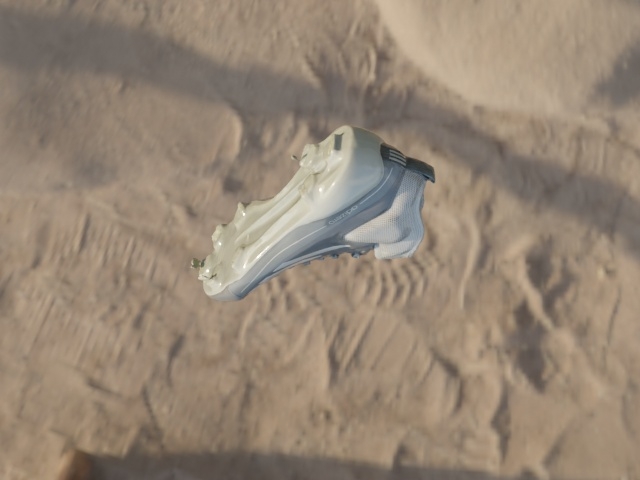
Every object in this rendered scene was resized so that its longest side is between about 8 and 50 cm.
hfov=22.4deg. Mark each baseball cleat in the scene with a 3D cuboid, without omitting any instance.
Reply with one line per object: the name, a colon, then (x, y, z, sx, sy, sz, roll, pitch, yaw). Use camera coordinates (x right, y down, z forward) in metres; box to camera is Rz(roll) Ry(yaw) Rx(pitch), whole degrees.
baseball cleat: (0.000, 0.000, 1.071, 0.109, 0.072, 0.206, 23, 147, -22)
